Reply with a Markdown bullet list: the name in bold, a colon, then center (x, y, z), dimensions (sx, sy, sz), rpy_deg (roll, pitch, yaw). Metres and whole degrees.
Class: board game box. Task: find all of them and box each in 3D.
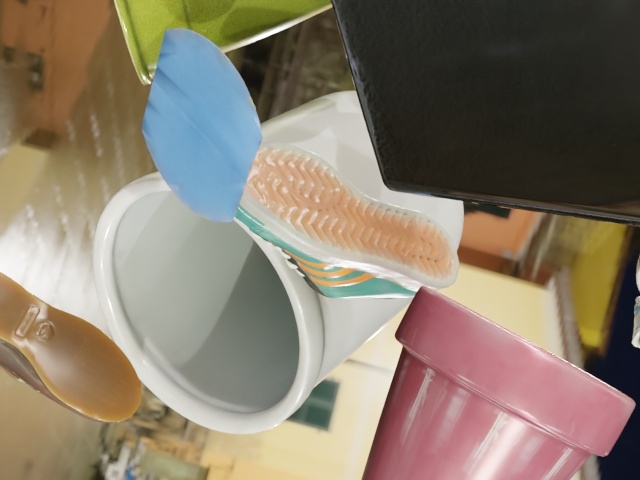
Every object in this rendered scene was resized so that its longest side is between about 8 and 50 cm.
- **board game box**: center (-0.091, -0.099, 1.011), dimensions (0.033, 0.133, 0.168), rpy_deg (-25, 151, -38)

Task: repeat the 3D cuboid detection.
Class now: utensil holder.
- **utensil holder**: center (-0.041, 0.008, 1.514), dimensions (0.385, 0.327, 0.327), rpy_deg (-35, 150, -48)

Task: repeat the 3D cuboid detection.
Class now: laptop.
- **laptop**: center (0.200, -0.233, 0.701), dimensions (0.236, 0.382, 0.408), rpy_deg (29, 74, -57)

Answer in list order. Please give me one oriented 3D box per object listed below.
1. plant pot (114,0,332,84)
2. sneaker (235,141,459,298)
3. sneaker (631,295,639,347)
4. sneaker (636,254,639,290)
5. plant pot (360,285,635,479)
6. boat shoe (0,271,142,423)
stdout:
- **plant pot**: center (-0.080, -0.401, 1.435), dimensions (0.366, 0.353, 0.366), rpy_deg (169, -90, -88)
- **sneaker**: center (0.000, 0.000, 1.208), dimensions (0.121, 0.302, 0.108), rpy_deg (-27, -129, 40)
- **sneaker**: center (0.494, 0.117, 1.639), dimensions (0.083, 0.071, 0.191), rpy_deg (-68, -167, -17)
- **sneaker**: center (0.473, 0.025, 1.184), dimensions (0.236, 0.323, 0.130), rpy_deg (-58, -175, -35)
- **plant pot**: center (0.129, 0.161, 0.994), dimensions (0.180, 0.201, 0.201), rpy_deg (-61, -178, 1)
- **boat shoe**: center (-0.251, 0.091, 1.062), dimensions (0.073, 0.207, 0.073), rpy_deg (-54, -171, -28)
